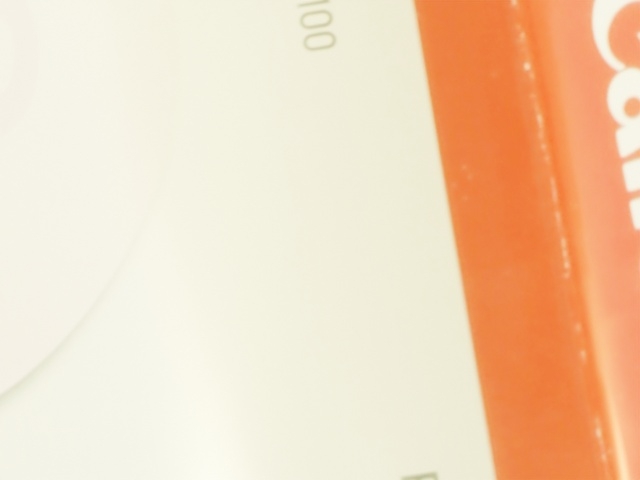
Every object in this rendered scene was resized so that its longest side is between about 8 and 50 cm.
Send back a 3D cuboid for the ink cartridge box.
[{"bbox_3d":[0.000,0.000,0.359,0.066,0.232,0.189,7,-112,-49],"label":"ink cartridge box"}]
